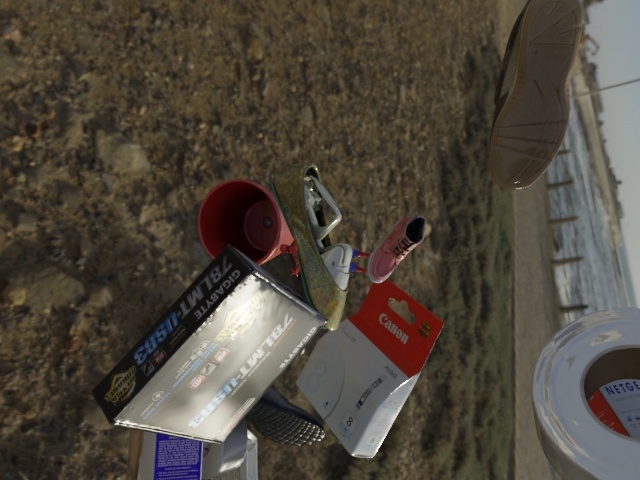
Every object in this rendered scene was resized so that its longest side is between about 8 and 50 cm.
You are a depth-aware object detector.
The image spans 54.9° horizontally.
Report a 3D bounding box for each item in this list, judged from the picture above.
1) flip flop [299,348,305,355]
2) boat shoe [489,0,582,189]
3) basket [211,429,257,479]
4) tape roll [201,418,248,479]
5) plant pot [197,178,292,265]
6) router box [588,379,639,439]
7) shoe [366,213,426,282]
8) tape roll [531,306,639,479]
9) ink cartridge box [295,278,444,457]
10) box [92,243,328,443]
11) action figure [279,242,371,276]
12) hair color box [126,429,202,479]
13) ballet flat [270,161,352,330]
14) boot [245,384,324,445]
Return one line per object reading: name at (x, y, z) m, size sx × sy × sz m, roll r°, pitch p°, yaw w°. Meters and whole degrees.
flip flop at (-0.145, 0.236, 1.729) m, size 0.080 × 0.112 × 0.277 m, roll -48°, pitch 123°, yaw -12°
boat shoe at (0.308, -0.217, 0.905) m, size 0.092 × 0.102 × 0.285 m, roll -76°, pitch 170°, yaw -63°
basket at (-0.230, 0.602, 1.644) m, size 0.113 × 0.103 × 0.167 m, roll 72°, pitch 12°, yaw -58°
tape roll at (-0.271, 0.466, 1.513) m, size 0.072 × 0.219 × 0.219 m, roll -1°, pitch 80°, yaw -44°
plant pot at (-0.203, -0.050, 1.910) m, size 0.243 × 0.274 × 0.275 m, roll -4°, pitch 83°, yaw -71°
router box at (0.628, 0.366, 1.034) m, size 0.335 × 0.082 × 0.301 m, roll -1°, pitch 49°, yaw -29°
shoe at (0.170, 0.015, 1.375) m, size 0.063 × 0.081 × 0.178 m, roll 39°, pitch 69°, yaw -9°
tape roll at (0.449, 0.235, 0.873) m, size 0.100 × 0.286 × 0.286 m, roll 65°, pitch 28°, yaw -43°
ink cartridge box at (0.113, 0.299, 1.576) m, size 0.091 × 0.308 × 0.385 m, roll 19°, pitch 101°, yaw -34°
box at (-0.154, 0.180, 0.978) m, size 0.073 × 0.295 × 0.293 m, roll 41°, pitch -2°, yaw 33°
action figure at (0.014, 0.060, 1.806) m, size 0.139 × 0.280 × 0.092 m, roll 116°, pitch -14°, yaw -68°
hair color box at (-0.321, 0.501, 1.241) m, size 0.110 × 0.185 × 0.339 m, roll 10°, pitch 75°, yaw -31°
ballet flat at (0.000, 0.000, 1.219) m, size 0.123 × 0.123 × 0.349 m, roll 14°, pitch 54°, yaw -62°
boot at (-0.127, 0.332, 1.459) m, size 0.338 × 0.118 × 0.223 m, roll 32°, pitch 33°, yaw -21°
